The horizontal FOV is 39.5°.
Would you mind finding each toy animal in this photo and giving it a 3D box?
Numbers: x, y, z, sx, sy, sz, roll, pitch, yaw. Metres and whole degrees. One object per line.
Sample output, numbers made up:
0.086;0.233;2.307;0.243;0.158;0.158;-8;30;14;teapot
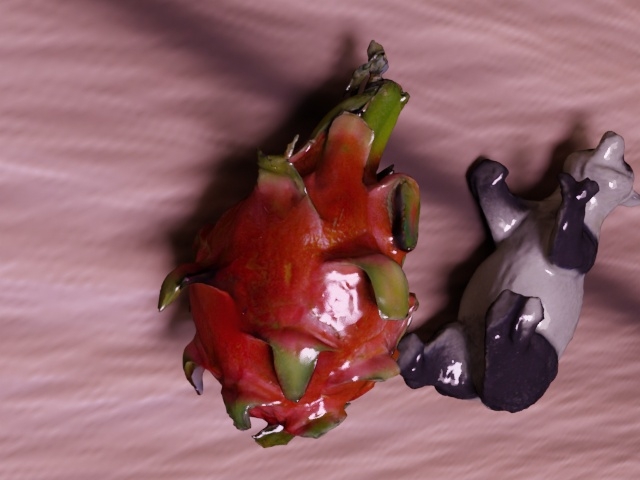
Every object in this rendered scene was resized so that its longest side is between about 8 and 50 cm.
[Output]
0.151;0.021;0.634;0.121;0.093;0.225;32;81;-46;toy animal

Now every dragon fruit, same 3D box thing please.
-0.002;0.000;0.502;0.135;0.137;0.236;22;96;1;dragon fruit
